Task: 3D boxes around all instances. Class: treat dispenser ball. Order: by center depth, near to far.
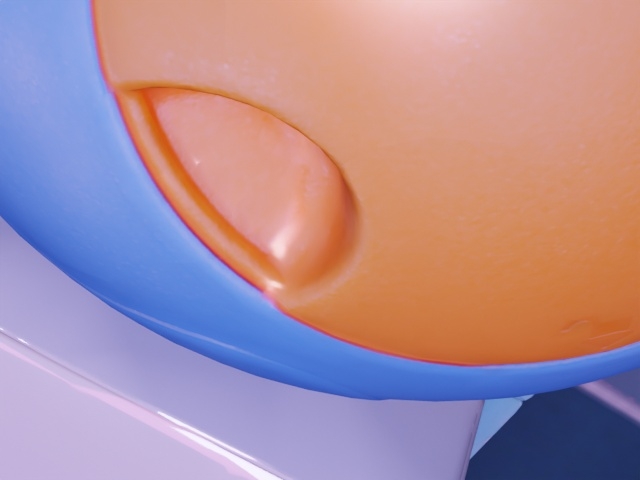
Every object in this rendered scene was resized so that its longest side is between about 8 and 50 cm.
[{"bbox_3d":[0.028,-0.104,0.466,0.288,0.288,0.288,7,123,10],"label":"treat dispenser ball"}]

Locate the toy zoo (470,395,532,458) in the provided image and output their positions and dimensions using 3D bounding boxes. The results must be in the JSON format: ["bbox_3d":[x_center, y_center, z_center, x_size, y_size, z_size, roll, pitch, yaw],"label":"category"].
[{"bbox_3d":[0.000,0.000,0.697,0.192,0.030,0.293,33,124,-8],"label":"toy zoo"}]

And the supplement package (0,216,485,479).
[{"bbox_3d":[-0.081,0.096,0.649,0.175,0.177,0.293,28,127,-4],"label":"supplement package"}]
